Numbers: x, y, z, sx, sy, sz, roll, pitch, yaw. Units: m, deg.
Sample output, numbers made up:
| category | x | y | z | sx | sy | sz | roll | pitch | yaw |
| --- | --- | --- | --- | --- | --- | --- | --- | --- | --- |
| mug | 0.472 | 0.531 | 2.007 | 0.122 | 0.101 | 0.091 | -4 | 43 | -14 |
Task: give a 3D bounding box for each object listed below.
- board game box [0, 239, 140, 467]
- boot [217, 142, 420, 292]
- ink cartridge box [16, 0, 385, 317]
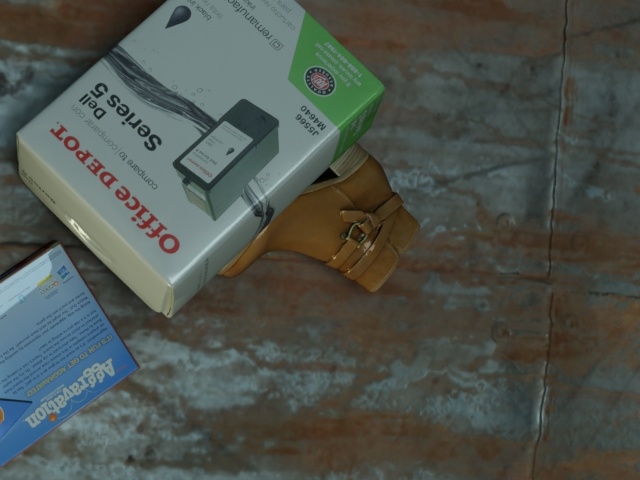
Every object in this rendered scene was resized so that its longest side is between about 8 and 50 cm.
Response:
| category | x | y | z | sx | sy | sz | roll | pitch | yaw |
| --- | --- | --- | --- | --- | --- | --- | --- | --- | --- |
| board game box | -0.314 | 0.136 | 1.606 | 0.281 | 0.027 | 0.145 | -35 | 105 | -19 |
| boot | 0.000 | 0.000 | 1.721 | 0.197 | 0.073 | 0.152 | -47 | 114 | -13 |
| ink cartridge box | -0.109 | -0.098 | 1.607 | 0.198 | 0.115 | 0.273 | 44 | 73 | 6 |
